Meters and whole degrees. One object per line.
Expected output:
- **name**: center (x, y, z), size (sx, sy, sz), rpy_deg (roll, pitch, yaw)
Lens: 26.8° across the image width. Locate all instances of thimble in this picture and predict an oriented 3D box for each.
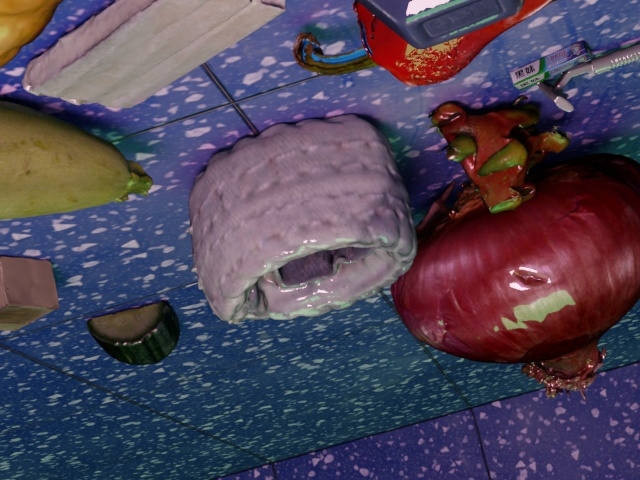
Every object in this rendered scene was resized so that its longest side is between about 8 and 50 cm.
- **thimble**: center (-0.027, -0.021, 1.426), size (0.250, 0.172, 0.205), rpy_deg (-24, 155, 20)

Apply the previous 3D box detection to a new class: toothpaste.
- **toothpaste**: center (0.237, -0.179, 1.381), size (0.083, 0.017, 0.020), rpy_deg (-23, 160, 24)

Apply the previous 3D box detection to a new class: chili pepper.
- **chili pepper**: center (0.138, -0.212, 1.074), size (0.387, 0.110, 0.110), rpy_deg (-30, 156, 30)

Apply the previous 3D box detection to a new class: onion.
- **onion**: center (0.258, 0.050, 1.593), size (0.347, 0.285, 0.347), rpy_deg (-22, -173, 3)

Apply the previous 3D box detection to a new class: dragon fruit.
- **dragon fruit**: center (0.187, -0.100, 1.454), size (0.175, 0.138, 0.142), rpy_deg (-29, -169, -20)

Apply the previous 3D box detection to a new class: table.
- **table**: center (-0.367, 0.064, 1.580), size (0.083, 0.062, 0.079), rpy_deg (-27, 158, 34)

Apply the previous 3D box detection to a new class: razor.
- **razor**: center (0.331, -0.192, 1.388), size (0.211, 0.036, 0.084), rpy_deg (-23, -162, 4)

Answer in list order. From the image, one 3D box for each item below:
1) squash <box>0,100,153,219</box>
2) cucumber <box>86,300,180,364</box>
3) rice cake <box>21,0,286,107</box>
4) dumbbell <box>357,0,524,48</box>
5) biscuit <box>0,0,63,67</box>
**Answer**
- **squash**: center (-0.306, -0.072, 1.158), size (0.370, 0.118, 0.118), rpy_deg (-2, 159, -42)
- **cucumber**: center (-0.257, 0.134, 1.878), size (0.116, 0.062, 0.115), rpy_deg (-15, 158, -2)
- **rice cake**: center (-0.142, -0.166, 1.111), size (0.124, 0.038, 0.211), rpy_deg (5, 154, -45)
- **dumbbell**: center (0.044, -0.246, 0.853), size (0.143, 0.156, 0.316), rpy_deg (11, 170, 23)
- **biscuit**: center (-0.322, -0.170, 0.920), size (0.329, 0.078, 0.335), rpy_deg (-13, 162, -11)
